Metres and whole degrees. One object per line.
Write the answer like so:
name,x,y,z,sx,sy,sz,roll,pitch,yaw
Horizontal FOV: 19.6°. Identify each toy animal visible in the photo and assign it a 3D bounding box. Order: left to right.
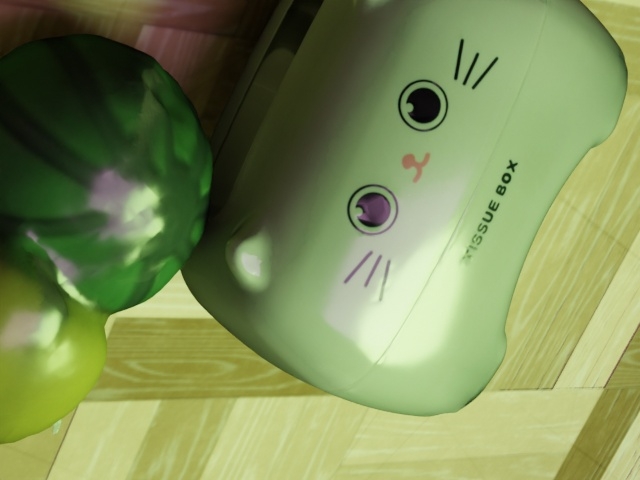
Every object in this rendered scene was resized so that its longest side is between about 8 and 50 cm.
toy animal,-0.205,0.021,1.227,0.338,0.191,0.216,-47,135,4

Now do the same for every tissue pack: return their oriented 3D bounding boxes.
tissue pack,0.042,-0.059,1.321,0.236,0.229,0.333,27,89,-35

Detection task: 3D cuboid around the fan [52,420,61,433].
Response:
fan,-0.185,0.022,1.390,0.182,0.010,0.310,-8,126,-33
